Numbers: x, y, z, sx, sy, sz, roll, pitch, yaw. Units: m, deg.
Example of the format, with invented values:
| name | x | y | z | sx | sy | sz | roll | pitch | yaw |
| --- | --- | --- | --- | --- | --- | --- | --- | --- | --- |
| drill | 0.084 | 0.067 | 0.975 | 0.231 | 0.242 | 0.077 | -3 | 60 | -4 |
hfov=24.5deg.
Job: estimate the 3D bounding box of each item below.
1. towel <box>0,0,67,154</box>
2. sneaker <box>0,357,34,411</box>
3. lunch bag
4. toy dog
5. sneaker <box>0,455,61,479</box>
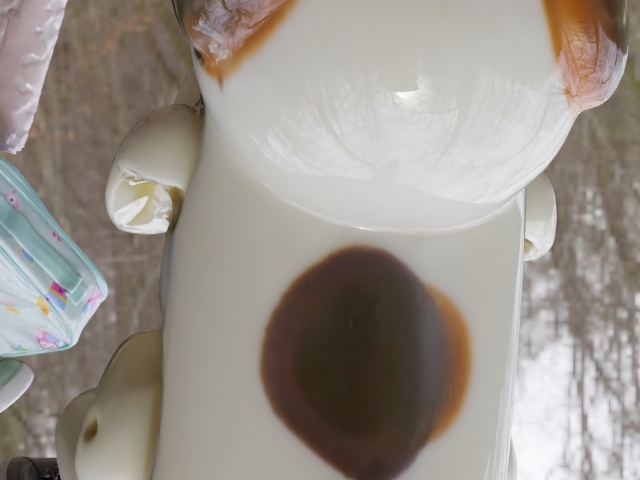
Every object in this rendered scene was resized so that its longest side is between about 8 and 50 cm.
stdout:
| name | x | y | z | sx | sy | sz | roll | pitch | yaw |
| --- | --- | --- | --- | --- | --- | --- | --- | --- | --- |
| towel | -0.436 | -0.291 | 1.848 | 0.317 | 0.331 | 0.053 | 14 | 178 | 37 |
| sneaker | -0.400 | 0.127 | 1.398 | 0.256 | 0.151 | 0.094 | -25 | -178 | -38 |
| lunch bag | -0.392 | 0.017 | 1.759 | 0.224 | 0.279 | 0.108 | -12 | -143 | 39 |
| toy dog | 0.000 | 0.000 | 0.791 | 0.285 | 0.408 | 0.395 | 11 | -160 | 0 |
| sneaker | -0.358 | 0.327 | 2.005 | 0.118 | 0.083 | 0.222 | -5 | 180 | 6 |
